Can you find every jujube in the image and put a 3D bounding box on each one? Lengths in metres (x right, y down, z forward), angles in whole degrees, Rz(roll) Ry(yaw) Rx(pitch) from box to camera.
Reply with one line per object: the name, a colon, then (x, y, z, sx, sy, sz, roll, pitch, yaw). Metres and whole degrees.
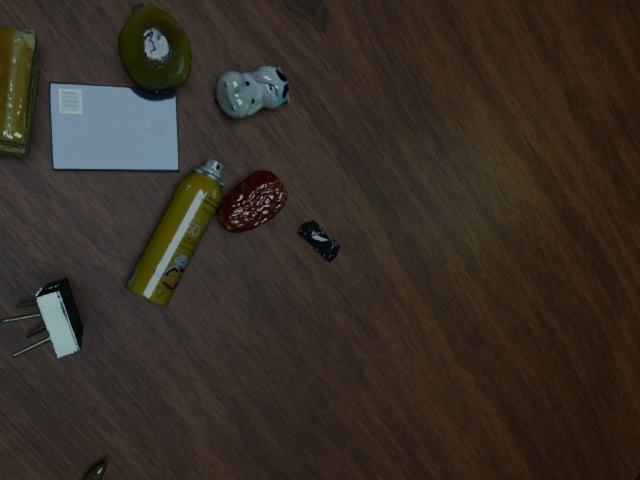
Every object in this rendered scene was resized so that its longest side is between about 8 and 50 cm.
jujube: (-0.166, -0.089, 1.284, 0.176, 0.109, 0.112, -38, 69, -8)

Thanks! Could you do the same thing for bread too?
bread: (-0.691, -0.308, 1.041, 0.239, 0.111, 0.246, 7, 78, -24)

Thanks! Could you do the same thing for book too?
book: (-0.457, -0.251, 1.199, 0.269, 0.025, 0.190, -3, 94, -22)

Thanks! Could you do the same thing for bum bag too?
bum bag: (0.000, 0.000, 1.387, 0.058, 0.034, 0.124, -46, 107, -5)

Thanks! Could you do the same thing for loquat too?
loquat: (-0.362, -0.420, 1.168, 0.152, 0.152, 0.195, -15, 106, -21)

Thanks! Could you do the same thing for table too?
table: (-0.548, 0.158, 1.061, 0.111, 0.240, 0.121, -18, 98, -21)

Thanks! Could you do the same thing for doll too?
doll: (-0.156, -0.357, 1.271, 0.181, 0.107, 0.110, -19, 107, -20)

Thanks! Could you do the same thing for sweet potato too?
sweet potato: (-0.530, 0.556, 1.195, 0.153, 0.038, 0.041, -44, 83, -6)

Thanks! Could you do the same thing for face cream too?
face cream: (-0.317, -0.029, 1.221, 0.105, 0.105, 0.348, 29, 81, -20)
